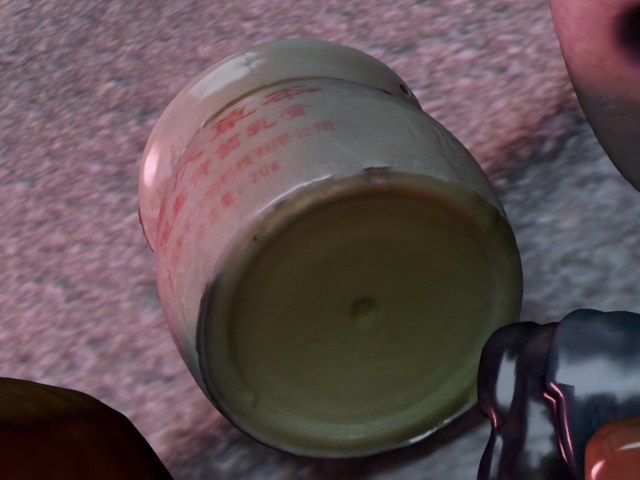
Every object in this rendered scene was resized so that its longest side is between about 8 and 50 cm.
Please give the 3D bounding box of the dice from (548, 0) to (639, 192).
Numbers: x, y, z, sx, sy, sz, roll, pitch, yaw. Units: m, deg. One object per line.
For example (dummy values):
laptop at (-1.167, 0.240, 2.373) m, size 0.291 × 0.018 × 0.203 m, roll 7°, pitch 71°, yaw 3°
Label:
dice at (0.213, -0.120, 0.619) m, size 0.193 × 0.194 × 0.192 m, roll 1°, pitch 45°, yaw 34°

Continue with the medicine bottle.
medicine bottle at (0.000, 0.000, 0.655) m, size 0.147 × 0.147 × 0.143 m, roll -29°, pitch 33°, yaw 1°

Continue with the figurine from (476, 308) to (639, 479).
figurine at (0.212, 0.033, 0.432) m, size 0.332 × 0.185 × 0.204 m, roll 8°, pitch 83°, yaw 36°

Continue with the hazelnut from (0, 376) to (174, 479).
hazelnut at (-0.154, 0.154, 0.539) m, size 0.229 × 0.229 × 0.229 m, roll -19°, pitch 35°, yaw 14°
